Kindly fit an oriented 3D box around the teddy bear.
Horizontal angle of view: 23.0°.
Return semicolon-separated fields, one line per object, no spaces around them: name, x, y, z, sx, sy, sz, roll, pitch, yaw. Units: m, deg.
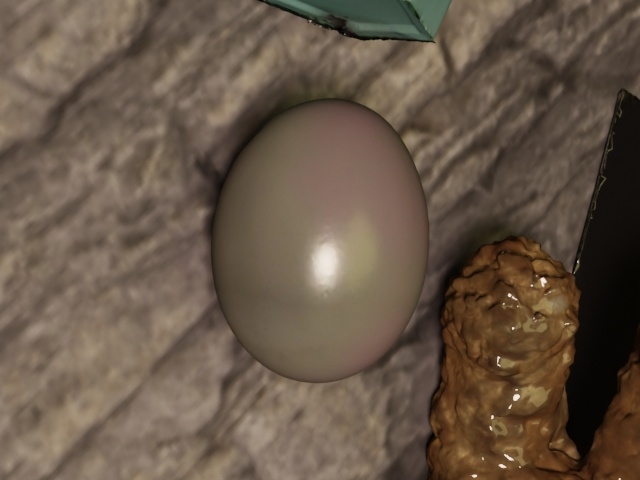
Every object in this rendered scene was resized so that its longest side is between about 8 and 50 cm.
teddy bear;0.108;0.170;0.795;0.222;0.246;0.296;-55;159;-71

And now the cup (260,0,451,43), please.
cup;0.036;-0.219;0.743;0.134;0.148;0.235;21;85;-8

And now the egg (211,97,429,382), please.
egg;0.000;0.000;0.745;0.103;0.103;0.135;5;90;-42

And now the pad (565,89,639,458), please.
pad;0.277;0.078;1.065;0.367;0.007;0.247;23;80;-41
